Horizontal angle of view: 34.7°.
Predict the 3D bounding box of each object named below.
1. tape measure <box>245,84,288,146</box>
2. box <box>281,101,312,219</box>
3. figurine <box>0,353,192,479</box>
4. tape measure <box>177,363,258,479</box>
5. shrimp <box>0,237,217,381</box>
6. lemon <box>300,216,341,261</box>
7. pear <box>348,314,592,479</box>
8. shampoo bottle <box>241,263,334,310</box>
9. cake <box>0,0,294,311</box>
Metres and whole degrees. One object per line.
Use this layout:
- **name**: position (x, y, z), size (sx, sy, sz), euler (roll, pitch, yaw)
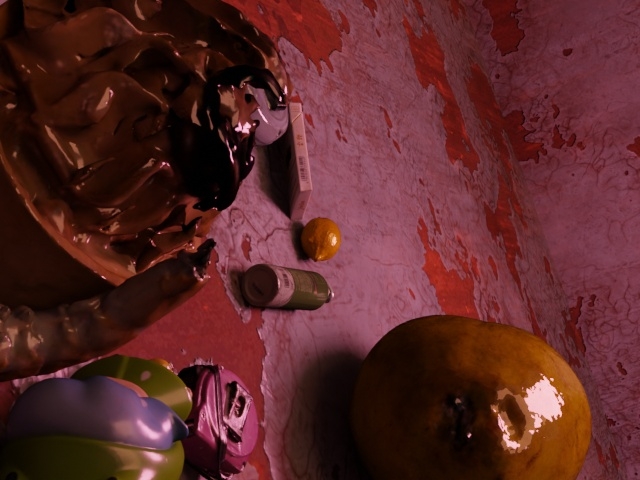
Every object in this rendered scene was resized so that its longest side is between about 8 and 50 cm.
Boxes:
- **tape measure**: position (-0.133, -0.210, 1.482), size (0.164, 0.084, 0.330), euler (64, 22, -1)
- **box**: position (-0.039, -0.126, 1.625), size (0.090, 0.024, 0.166), euler (111, -25, -58)
- **figurine**: position (-0.195, 0.175, 0.938), size (0.263, 0.162, 0.143), euler (-68, 164, -76)
- **tape measure**: position (-0.123, 0.207, 1.161), size (0.118, 0.074, 0.125), euler (49, 32, -40)
- **shrimp**: position (-0.237, 0.071, 0.865), size (0.287, 0.185, 0.068), euler (-4, 63, -19)
- **lemon**: position (0.000, 0.000, 1.619), size (0.065, 0.065, 0.092), euler (52, 29, -34)
- **pear**: position (0.215, 0.270, 1.521), size (0.351, 0.352, 0.413), euler (69, 16, 0)
- **shampoo bottle**: position (-0.038, 0.068, 1.480), size (0.204, 0.065, 0.065), euler (12, 59, -63)
- **cake**: position (-0.189, -0.101, 0.974), size (0.332, 0.321, 0.332), euler (48, 28, -37)
